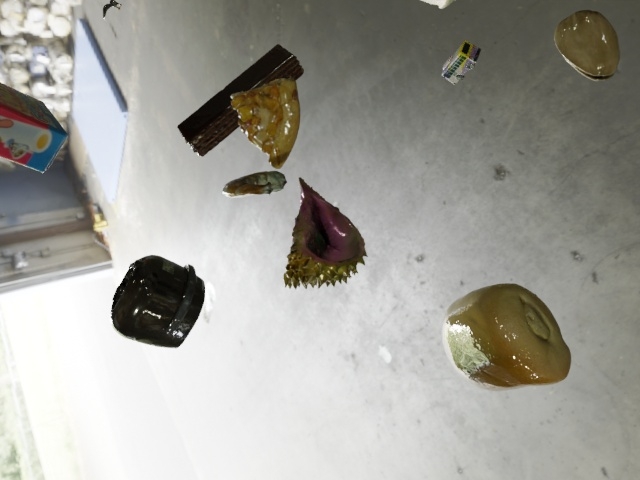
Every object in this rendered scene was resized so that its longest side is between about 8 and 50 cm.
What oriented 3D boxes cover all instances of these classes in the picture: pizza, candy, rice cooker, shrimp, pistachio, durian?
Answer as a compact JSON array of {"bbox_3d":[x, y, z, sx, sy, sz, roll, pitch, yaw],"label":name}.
[{"bbox_3d":[-0.114,-0.252,1.026,0.161,0.062,0.182,31,123,6],"label":"pizza"},{"bbox_3d":[-0.630,-0.246,0.908,0.157,0.306,0.100,42,98,33],"label":"candy"},{"bbox_3d":[-0.477,0.174,1.498,0.267,0.224,0.267,-45,29,34],"label":"rice cooker"},{"bbox_3d":[-0.111,-0.112,1.016,0.166,0.161,0.049,8,107,57],"label":"shrimp"},{"bbox_3d":[0.618,-0.448,1.175,0.108,0.126,0.185,74,173,-67],"label":"pistachio"},{"bbox_3d":[0.006,0.012,1.021,0.186,0.260,0.154,10,126,13],"label":"durian"}]

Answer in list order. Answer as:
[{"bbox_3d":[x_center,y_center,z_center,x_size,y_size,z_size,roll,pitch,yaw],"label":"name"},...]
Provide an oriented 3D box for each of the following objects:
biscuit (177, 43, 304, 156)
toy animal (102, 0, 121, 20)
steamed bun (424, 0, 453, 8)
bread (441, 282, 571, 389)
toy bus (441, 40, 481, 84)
[{"bbox_3d":[-0.220,-0.393,1.418,0.107,0.388,0.073,50,178,41],"label":"biscuit"},{"bbox_3d":[-0.462,-0.528,1.144,0.050,0.028,0.084,33,110,19],"label":"toy animal"},{"bbox_3d":[0.335,-0.723,1.340,0.225,0.170,0.200,-47,38,4],"label":"steamed bun"},{"bbox_3d":[0.554,0.315,1.588,0.348,0.253,0.376,56,155,5],"label":"bread"},{"bbox_3d":[0.345,-0.439,1.267,0.058,0.052,0.102,28,158,-7],"label":"toy bus"}]
